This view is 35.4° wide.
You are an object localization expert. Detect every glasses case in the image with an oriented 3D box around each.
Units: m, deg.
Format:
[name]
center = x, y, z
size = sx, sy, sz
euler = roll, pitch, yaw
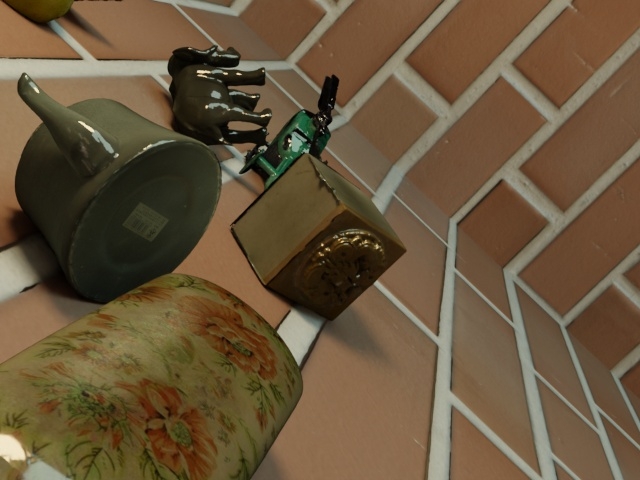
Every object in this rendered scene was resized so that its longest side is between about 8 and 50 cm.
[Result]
[glasses case]
center = -0.111, 0.115, 0.671
size = 0.156, 0.098, 0.425
euler = 40, 13, 2

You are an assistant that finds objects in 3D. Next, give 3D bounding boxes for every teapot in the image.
[teapot]
center = -0.193, -0.048, 0.876
size = 0.149, 0.162, 0.239
euler = 37, -16, 25

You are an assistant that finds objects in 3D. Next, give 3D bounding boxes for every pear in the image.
[pear]
center = -0.390, -0.370, 1.361
size = 0.141, 0.104, 0.141
euler = 44, 9, -9

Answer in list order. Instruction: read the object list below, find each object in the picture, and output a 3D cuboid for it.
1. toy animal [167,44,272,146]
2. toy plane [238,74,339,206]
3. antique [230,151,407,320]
[toy animal]
center = -0.155, -0.227, 1.504
size = 0.146, 0.114, 0.245
euler = 2, 31, -12
[toy plane]
center = -0.043, -0.140, 1.585
size = 0.106, 0.155, 0.382
euler = 43, 30, -7
[antique]
center = 0.000, 0.000, 1.271
size = 0.152, 0.146, 0.148
euler = 31, 20, -46
